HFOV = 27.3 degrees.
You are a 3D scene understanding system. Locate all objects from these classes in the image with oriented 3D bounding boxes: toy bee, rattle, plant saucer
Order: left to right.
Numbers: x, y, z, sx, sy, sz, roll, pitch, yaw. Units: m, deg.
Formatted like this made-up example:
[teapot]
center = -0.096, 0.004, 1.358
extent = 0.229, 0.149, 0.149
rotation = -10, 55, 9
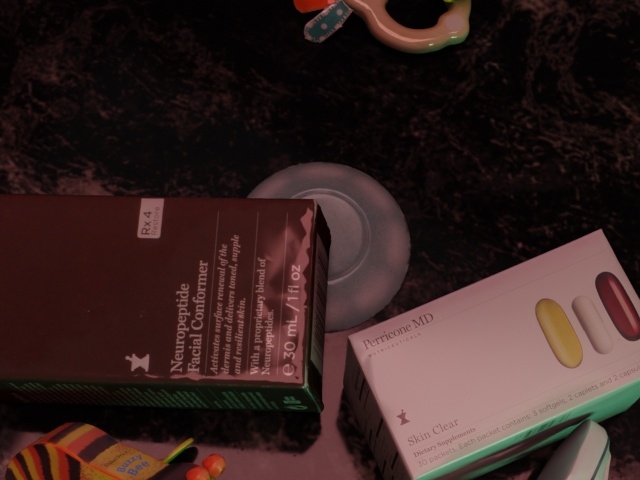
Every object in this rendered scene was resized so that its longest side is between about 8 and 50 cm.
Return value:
[toy bee]
center = -0.152, 0.244, 1.243
extent = 0.298, 0.162, 0.195
rotation = 22, 27, -2
[plant saucer]
center = 0.000, 0.000, 1.397
extent = 0.195, 0.037, 0.195
rotation = 0, 71, -1
[rattle]
center = 0.075, -0.279, 1.446
extent = 0.199, 0.143, 0.130
rotation = 7, 89, -5

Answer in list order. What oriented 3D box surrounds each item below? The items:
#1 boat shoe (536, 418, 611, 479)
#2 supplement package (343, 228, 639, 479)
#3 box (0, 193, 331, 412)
[boat shoe]
center = 0.221, 0.285, 1.187
extent = 0.084, 0.095, 0.258
rotation = 31, 62, -4
[supplement package]
center = 0.169, 0.129, 1.265
extent = 0.262, 0.204, 0.145
rotation = -23, 72, -8
[box]
center = -0.186, 0.061, 1.299
extent = 0.381, 0.143, 0.191
rotation = 0, 72, 8
